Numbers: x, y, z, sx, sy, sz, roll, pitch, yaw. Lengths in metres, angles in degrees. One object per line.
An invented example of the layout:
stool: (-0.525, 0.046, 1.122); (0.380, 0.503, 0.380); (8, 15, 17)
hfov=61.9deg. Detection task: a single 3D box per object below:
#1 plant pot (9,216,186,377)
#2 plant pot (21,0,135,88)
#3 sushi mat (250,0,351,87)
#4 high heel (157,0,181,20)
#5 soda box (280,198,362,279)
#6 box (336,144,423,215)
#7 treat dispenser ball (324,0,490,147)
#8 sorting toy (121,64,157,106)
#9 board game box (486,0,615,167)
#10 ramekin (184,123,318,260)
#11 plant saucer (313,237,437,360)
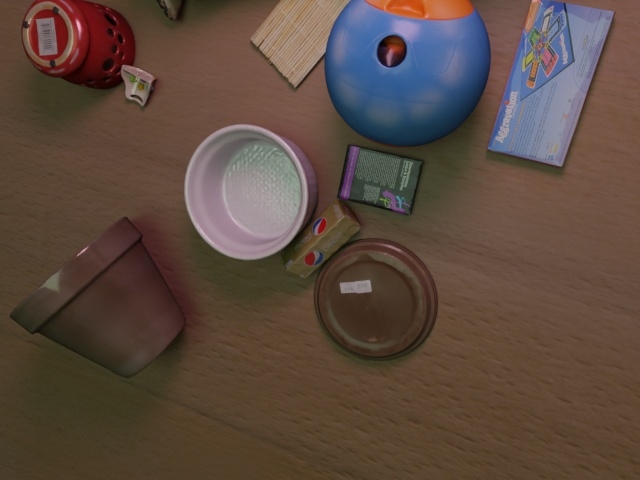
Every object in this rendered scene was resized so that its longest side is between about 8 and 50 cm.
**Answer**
plant pot: (-0.474, 0.151, 1.233); (0.323, 0.323, 0.280); (-38, 104, 20)
plant pot: (-0.544, -0.445, 1.198); (0.191, 0.174, 0.191); (3, 100, 15)
sushi mat: (-0.003, -0.485, 1.099); (0.151, 0.019, 0.316); (46, 109, 5)
high heel: (-0.395, -0.615, 1.183); (0.186, 0.093, 0.261); (4, 111, 36)
soda box: (0.000, 0.000, 1.148); (0.181, 0.061, 0.058); (-42, 41, 20)
box: (0.124, -0.127, 1.115); (0.162, 0.029, 0.116); (16, 105, 16)
treat dispenser ball: (0.149, -0.308, 0.939); (0.288, 0.288, 0.288); (3, 100, 17)
sorting toy: (-0.425, -0.357, 1.245); (0.083, 0.045, 0.075); (30, 114, 10)
board game box: (0.422, -0.290, 0.993); (0.145, 0.027, 0.282); (17, 104, 13)
ramekin: (-0.138, -0.105, 1.146); (0.277, 0.135, 0.277); (3, 100, 16)
plant saucer: (0.112, 0.134, 1.159); (0.277, 0.041, 0.278); (3, 100, 18)
